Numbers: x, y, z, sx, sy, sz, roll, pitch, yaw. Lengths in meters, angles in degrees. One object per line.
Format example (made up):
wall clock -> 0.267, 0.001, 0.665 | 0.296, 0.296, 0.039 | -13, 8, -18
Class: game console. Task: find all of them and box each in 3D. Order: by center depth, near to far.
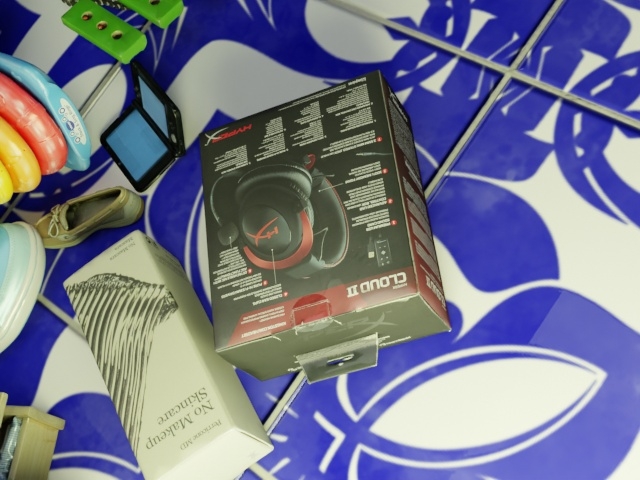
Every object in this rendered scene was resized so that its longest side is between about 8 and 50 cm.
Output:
game console -> -0.223, -0.141, 1.259 | 0.071, 0.107, 0.122 | -26, 54, -22

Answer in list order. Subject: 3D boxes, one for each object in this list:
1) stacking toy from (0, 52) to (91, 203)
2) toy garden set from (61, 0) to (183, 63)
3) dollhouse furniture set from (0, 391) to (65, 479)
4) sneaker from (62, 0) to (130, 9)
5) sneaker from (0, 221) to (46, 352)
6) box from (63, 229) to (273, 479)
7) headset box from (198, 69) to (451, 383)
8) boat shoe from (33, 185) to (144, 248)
stacking toy -> -0.435, -0.077, 1.215 | 0.166, 0.175, 0.302 | 21, 57, 33
toy garden set -> -0.240, -0.347, 1.333 | 0.204, 0.049, 0.244 | 34, 69, 21
dollhouse furniture set -> -0.391, 0.227, 1.091 | 0.129, 0.183, 0.129 | -2, 66, 24
sneaker -> -0.306, -0.361, 1.415 | 0.162, 0.063, 0.073 | 11, 62, 20
sneaker -> -0.473, 0.085, 1.179 | 0.127, 0.208, 0.319 | 36, 87, 36
box -> -0.165, 0.129, 1.086 | 0.113, 0.094, 0.275 | -36, 56, 4
headset box -> 0.000, 0.000, 1.060 | 0.218, 0.110, 0.293 | -18, 60, 17
boat shoe -> -0.290, -0.031, 1.249 | 0.153, 0.048, 0.056 | -12, 62, 19
